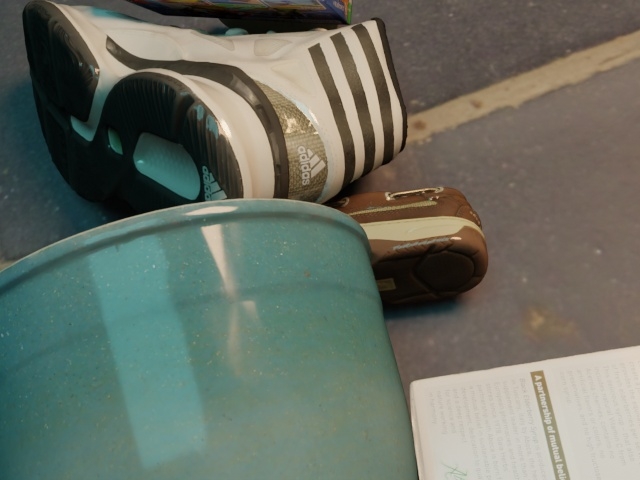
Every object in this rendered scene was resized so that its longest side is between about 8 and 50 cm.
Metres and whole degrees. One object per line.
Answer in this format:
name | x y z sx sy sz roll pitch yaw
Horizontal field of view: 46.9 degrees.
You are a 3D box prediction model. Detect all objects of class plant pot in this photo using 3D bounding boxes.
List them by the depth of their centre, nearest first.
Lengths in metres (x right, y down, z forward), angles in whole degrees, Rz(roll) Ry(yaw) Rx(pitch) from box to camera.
plant pot | -0.058 0.152 0.435 0.272 0.271 0.255 -21 67 3

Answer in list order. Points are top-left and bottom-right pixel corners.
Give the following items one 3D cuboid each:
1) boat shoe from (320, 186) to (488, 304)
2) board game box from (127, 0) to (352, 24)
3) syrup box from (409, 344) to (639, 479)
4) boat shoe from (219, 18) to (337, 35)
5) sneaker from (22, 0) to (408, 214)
boat shoe | 0.001 0.006 0.603 0.257 0.095 0.095 -4 46 6
board game box | -0.080 -0.230 0.682 0.201 0.136 0.035 6 99 10
syrup box | 0.183 0.130 0.471 0.237 0.093 0.096 -10 59 9
boat shoe | -0.042 -0.244 0.773 0.137 0.049 0.043 5 59 15
sneaker | -0.097 -0.131 0.690 0.257 0.169 0.447 -19 33 -33
